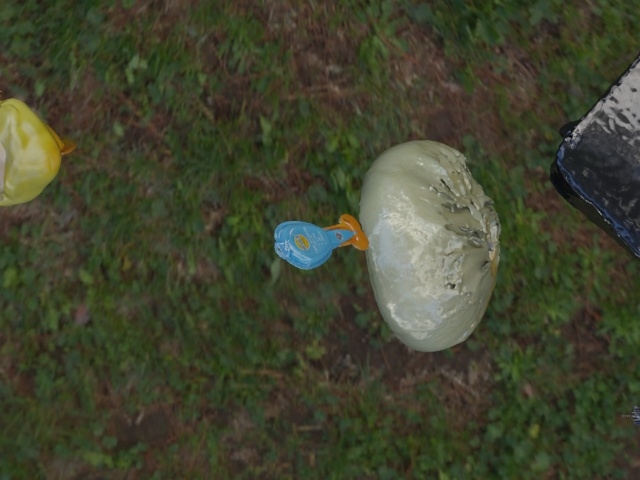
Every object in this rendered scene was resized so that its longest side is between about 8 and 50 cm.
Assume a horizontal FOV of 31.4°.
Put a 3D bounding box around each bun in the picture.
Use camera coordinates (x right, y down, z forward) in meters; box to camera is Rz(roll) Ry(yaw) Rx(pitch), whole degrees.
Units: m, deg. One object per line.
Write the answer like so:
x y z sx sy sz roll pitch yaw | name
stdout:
0.157 0.002 1.476 0.146 0.287 0.287 -9 117 27 | bun

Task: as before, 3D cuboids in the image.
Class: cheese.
0.001 0.000 0.987 0.017 0.111 0.047 -39 72 42 | cheese

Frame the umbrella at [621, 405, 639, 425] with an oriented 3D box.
0.374 0.195 1.256 0.083 0.020 0.031 -7 128 19 | umbrella

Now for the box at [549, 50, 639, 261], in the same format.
0.473 -0.092 1.260 0.350 0.091 0.359 42 83 5 | box

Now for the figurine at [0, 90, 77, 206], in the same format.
-0.414 -0.102 1.441 0.131 0.246 0.156 14 117 21 | figurine
